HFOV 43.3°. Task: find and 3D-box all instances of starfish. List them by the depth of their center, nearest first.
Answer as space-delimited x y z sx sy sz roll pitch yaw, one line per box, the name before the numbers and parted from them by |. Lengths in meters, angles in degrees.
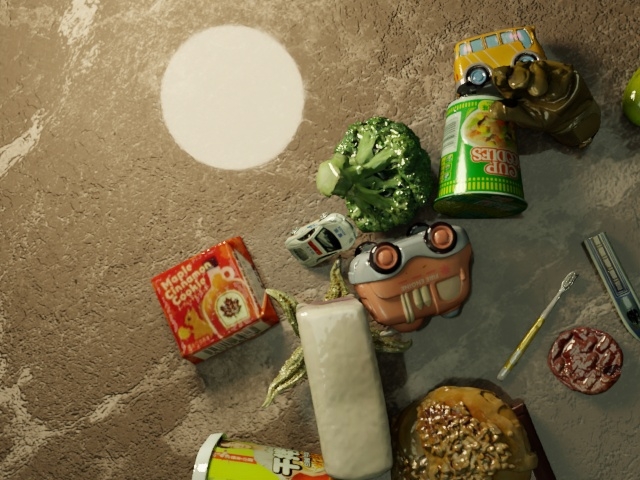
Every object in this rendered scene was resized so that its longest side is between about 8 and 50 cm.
starfish | -0.007 0.232 1.804 0.358 0.078 0.347 -35 97 -2

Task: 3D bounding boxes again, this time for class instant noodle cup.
instant noodle cup | -0.101 0.565 1.723 0.308 0.294 0.294 2 85 5
instant noodle cup | 0.339 -0.181 1.737 0.207 0.207 0.232 -1 77 12

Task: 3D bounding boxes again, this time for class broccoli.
broccoli | 0.107 -0.137 1.747 0.270 0.270 0.270 10 104 48

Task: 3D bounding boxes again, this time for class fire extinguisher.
fire extinguisher | 0.435 0.484 1.694 0.105 0.105 0.269 -23 80 9

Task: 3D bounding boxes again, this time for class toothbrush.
toothbrush | 0.470 0.187 1.747 0.021 0.024 0.288 35 92 11

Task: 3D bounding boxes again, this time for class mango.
mango | 0.713 -0.323 1.712 0.163 0.089 0.117 -37 78 7

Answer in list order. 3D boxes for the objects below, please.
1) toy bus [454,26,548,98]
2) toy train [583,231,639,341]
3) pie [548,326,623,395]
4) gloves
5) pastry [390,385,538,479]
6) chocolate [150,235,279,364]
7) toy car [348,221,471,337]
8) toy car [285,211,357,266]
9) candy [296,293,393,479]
toy bus | 0.393 -0.390 1.773 0.209 0.126 0.136 -12 73 11
toy train | 0.638 0.104 1.708 0.055 0.048 0.252 -26 80 11
pie | 0.566 0.255 1.715 0.153 0.038 0.153 -2 82 14
gloves | 0.457 -0.297 1.654 0.154 0.331 0.141 -13 65 43
pastry | 0.269 0.443 1.639 0.316 0.184 0.284 -23 81 37
chocolate | -0.253 0.137 1.867 0.237 0.108 0.235 -26 78 10
toy car | 0.204 0.082 1.726 0.270 0.180 0.212 -20 93 -8
toy car | 0.000 0.000 1.797 0.095 0.205 0.056 49 52 -13
candy | 0.046 0.294 1.675 0.145 0.208 0.358 -10 94 -3
